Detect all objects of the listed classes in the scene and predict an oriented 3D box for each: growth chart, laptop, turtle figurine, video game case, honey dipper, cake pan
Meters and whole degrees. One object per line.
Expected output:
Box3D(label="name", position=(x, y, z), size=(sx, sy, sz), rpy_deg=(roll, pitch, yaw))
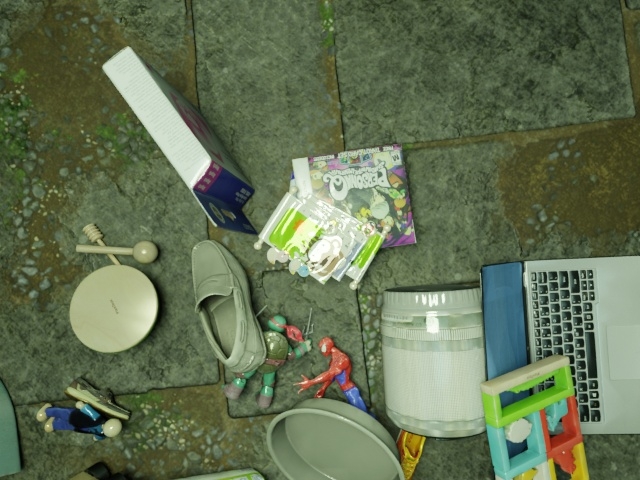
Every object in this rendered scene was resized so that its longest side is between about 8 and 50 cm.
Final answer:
Box3D(label="growth chart", position=(0.000, 0.000, 0.879), size=(0.237, 0.021, 0.172), rpy_deg=(25, 92, 1))
Box3D(label="laptop", position=(0.499, 0.227, 0.853), size=(0.407, 0.236, 0.382), rpy_deg=(-3, 88, 5))
Box3D(label="turtle figurine", position=(-0.116, 0.236, 0.944), size=(0.175, 0.118, 0.234), rpy_deg=(24, 94, 3))
Box3D(label="video game case", position=(0.068, -0.080, 0.910), size=(0.232, 0.042, 0.210), rpy_deg=(-8, 89, 0))
Box3D(label="honey dipper", position=(-0.484, 0.031, 1.005), size=(0.030, 0.030, 0.161), rpy_deg=(-39, 88, 0))
Box3D(label="cake pan", position=(0.031, 0.433, 0.887), size=(0.293, 0.054, 0.293), rpy_deg=(11, 121, 18))

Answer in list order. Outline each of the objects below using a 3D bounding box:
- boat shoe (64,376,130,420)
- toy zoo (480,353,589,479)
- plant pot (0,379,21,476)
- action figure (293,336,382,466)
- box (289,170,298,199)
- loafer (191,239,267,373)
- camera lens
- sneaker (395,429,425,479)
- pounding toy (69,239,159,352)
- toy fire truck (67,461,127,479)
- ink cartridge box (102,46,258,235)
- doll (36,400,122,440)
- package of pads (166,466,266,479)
Box3D(label="boat shoe", position=(-0.491, 0.354, 0.979), size=(0.152, 0.056, 0.049), rpy_deg=(30, 53, -8))
Box3D(label="toy zoo", position=(0.385, 0.370, 0.769), size=(0.192, 0.030, 0.293), rpy_deg=(-11, 91, -23))
Box3D(label="plant pot", position=(-0.814, 0.387, 0.907), size=(0.247, 0.247, 0.252), rpy_deg=(-12, 70, 2))
Box3D(label="action figure", position=(0.038, 0.351, 0.938), size=(0.139, 0.091, 0.280), rpy_deg=(-24, 87, -8))
Box3D(label="box", position=(-0.006, -0.076, 0.970), size=(0.126, 0.072, 0.137), rpy_deg=(7, 88, 3))
Box3D(label="loafer", position=(-0.204, 0.119, 0.902), size=(0.112, 0.111, 0.319), rpy_deg=(-36, 59, 7))
Box3D(label="camera lens", position=(0.232, 0.232, 0.872), size=(0.219, 0.219, 0.274), rpy_deg=(-4, 87, 2))
Box3D(label="sneaker", position=(0.180, 0.471, 0.941), size=(0.064, 0.067, 0.175), rpy_deg=(14, 90, 1))
Box3D(label="pounding toy", position=(-0.435, 0.126, 0.968), size=(0.182, 0.110, 0.237), rpy_deg=(-4, 77, -3))
Box3D(label="toy fire truck", position=(-0.439, 0.620, 0.922), size=(0.217, 0.158, 0.246), rpy_deg=(-1, 99, 34))
Box3D(label="ink cartridge box", position=(-0.226, -0.166, 0.856), size=(0.071, 0.324, 0.330), rpy_deg=(-37, 87, 2))
Box3D(label="doll", position=(-0.519, 0.401, 0.962), size=(0.188, 0.046, 0.129), rpy_deg=(0, 122, 14))
Box3D(label="package of pads", position=(-0.241, 0.634, 0.889), size=(0.229, 0.101, 0.297), rpy_deg=(7, 86, -30))
